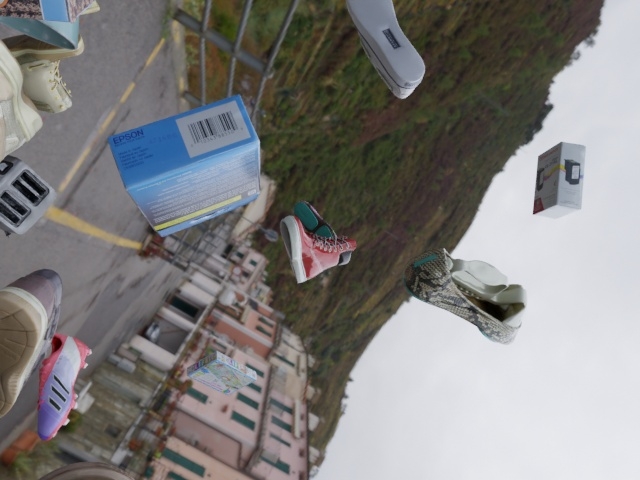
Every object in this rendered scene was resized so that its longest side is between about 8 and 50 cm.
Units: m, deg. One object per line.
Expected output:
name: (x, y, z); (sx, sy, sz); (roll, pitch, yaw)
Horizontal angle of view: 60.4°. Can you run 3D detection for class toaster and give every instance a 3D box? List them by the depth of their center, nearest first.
toaster: (-0.851, -0.119, 1.518); (0.110, 0.185, 0.168); (13, -121, 37)

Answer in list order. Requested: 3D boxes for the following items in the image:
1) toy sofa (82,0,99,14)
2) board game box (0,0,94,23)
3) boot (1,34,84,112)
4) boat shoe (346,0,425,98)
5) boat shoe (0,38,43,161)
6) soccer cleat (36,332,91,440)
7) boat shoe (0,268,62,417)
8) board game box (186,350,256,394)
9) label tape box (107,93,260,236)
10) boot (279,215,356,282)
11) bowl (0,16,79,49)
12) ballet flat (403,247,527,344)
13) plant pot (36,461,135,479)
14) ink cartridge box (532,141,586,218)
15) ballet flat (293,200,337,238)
toy sofa: (-0.633, -0.733, 1.352); (0.150, 0.177, 0.362); (-32, 180, -34)
board game box: (-0.393, -0.347, 0.591); (0.232, 0.291, 0.141); (-98, -168, -54)
boot: (-0.702, -0.440, 1.447); (0.203, 0.262, 0.095); (71, 19, -50)
boat shoe: (0.127, -0.420, 1.151); (0.096, 0.267, 0.088); (-28, 170, -18)
boat shoe: (-0.353, -0.142, 0.519); (0.098, 0.109, 0.302); (-62, -173, -17)
soccer cleat: (-0.544, 0.293, 1.122); (0.083, 0.095, 0.248); (-41, -151, 21)
boat shoe: (-0.402, 0.138, 0.708); (0.285, 0.103, 0.092); (-48, -174, 34)
board game box: (-0.255, 0.347, 1.431); (0.103, 0.154, 0.026); (-31, -136, 18)
label tape box: (-0.256, -0.135, 1.124); (0.249, 0.115, 0.347); (-22, 171, -11)
boot: (0.000, 0.000, 1.369); (0.244, 0.176, 0.088); (78, -10, -56)
bowl: (-0.613, -0.528, 1.091); (0.311, 0.312, 0.163); (-166, -82, -84)
ballet flat: (0.432, 0.150, 1.456); (0.182, 0.483, 0.164); (-35, -140, 36)
plant pot: (-0.402, 0.531, 0.926); (0.229, 0.263, 0.263); (-18, -140, 60)
ink cartridge box: (0.632, -0.158, 1.461); (0.127, 0.072, 0.175); (122, -23, -78)
ballet flat: (0.000, -0.025, 1.567); (0.077, 0.221, 0.079); (-44, 149, 15)
